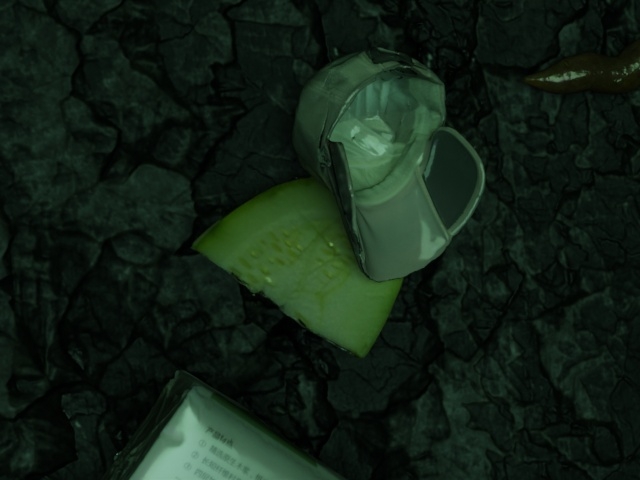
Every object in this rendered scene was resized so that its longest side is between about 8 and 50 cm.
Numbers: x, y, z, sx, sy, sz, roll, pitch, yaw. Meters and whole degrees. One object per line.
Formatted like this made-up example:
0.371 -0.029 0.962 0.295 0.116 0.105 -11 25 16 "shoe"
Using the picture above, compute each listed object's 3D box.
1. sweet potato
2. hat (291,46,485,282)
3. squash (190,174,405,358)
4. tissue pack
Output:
0.364 -0.216 1.617 0.218 0.051 0.065 -14 97 -10 "sweet potato"
0.066 -0.089 1.501 0.232 0.161 0.275 -12 88 -36 "hat"
0.000 0.000 1.503 0.237 0.204 0.155 37 103 -3 "squash"
-0.089 0.355 1.468 0.356 0.194 0.266 36 84 -11 "tissue pack"
